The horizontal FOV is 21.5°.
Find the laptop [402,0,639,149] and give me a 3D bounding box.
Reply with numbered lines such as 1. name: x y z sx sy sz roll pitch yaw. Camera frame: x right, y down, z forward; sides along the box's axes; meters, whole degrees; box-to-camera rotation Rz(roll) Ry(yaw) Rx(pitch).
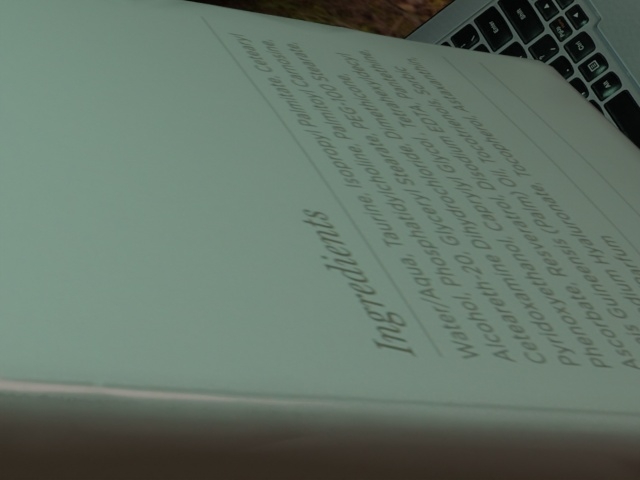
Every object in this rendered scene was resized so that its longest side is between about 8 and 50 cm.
1. laptop: 0.110 -0.071 1.119 0.236 0.408 0.382 35 23 -53

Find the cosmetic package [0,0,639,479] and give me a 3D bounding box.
1. cosmetic package: -0.051 0.109 0.684 0.393 0.329 0.327 7 28 -26
